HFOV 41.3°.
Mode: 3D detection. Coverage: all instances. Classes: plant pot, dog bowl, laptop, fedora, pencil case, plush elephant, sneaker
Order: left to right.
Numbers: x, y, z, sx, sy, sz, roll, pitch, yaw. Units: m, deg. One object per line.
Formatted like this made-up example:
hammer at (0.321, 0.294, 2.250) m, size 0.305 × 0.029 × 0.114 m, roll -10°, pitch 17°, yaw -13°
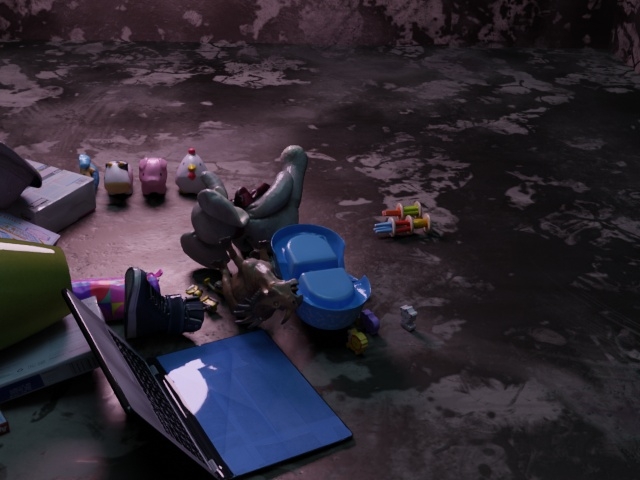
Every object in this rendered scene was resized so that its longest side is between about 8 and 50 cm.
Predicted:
fedora at (-0.789, -0.155, 1.998) m, size 0.244 × 0.124 × 0.275 m, roll 24°, pitch -14°, yaw -1°
plant pot at (-0.636, 0.101, 1.621) m, size 0.294 × 0.274 × 0.275 m, roll -10°, pitch 32°, yaw -27°
pencil case at (-0.455, 0.121, 1.823) m, size 0.237 × 0.104 × 0.104 m, roll -6°, pitch 31°, yaw -14°
sneaker at (-0.315, 0.123, 1.720) m, size 0.164 × 0.226 × 0.086 m, roll -1°, pitch 57°, yaw -13°
laptop at (-0.207, 0.224, 1.536) m, size 0.236 × 0.408 × 0.382 m, roll -41°, pitch 41°, yaw -7°
plush elephant at (-0.196, -0.063, 1.997) m, size 0.256 × 0.272 × 0.329 m, roll 18°, pitch 48°, yaw -24°
dog bowl at (-0.006, 0.079, 1.825) m, size 0.166 × 0.074 × 0.297 m, roll -7°, pitch 38°, yaw -21°

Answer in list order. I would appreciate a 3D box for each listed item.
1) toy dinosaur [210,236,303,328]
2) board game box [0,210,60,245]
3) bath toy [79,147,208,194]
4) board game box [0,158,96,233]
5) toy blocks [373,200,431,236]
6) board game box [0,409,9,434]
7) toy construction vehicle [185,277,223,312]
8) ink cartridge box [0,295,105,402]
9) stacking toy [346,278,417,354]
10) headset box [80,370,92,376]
toy dinosaur at (-0.150, 0.110, 1.796) m, size 0.127 × 0.295 × 0.200 m, roll -7°, pitch 73°, yaw -21°
board game box at (-0.760, -0.010, 1.862) m, size 0.319 × 0.065 × 0.318 m, roll 24°, pitch 10°, yaw -11°
bath toy at (-0.479, -0.187, 2.336) m, size 0.349 × 0.129 × 0.151 m, roll -3°, pitch 30°, yaw -11°
board game box at (-0.778, -0.116, 2.218) m, size 0.304 × 0.097 × 0.224 m, roll 17°, pitch 32°, yaw 22°
toy blocks at (0.202, -0.055, 2.230) m, size 0.148 × 0.054 × 0.123 m, roll -6°, pitch 31°, yaw -14°
board game box at (-0.697, 0.293, 1.571) m, size 0.145 × 0.027 × 0.281 m, roll -17°, pitch 35°, yaw -33°
toy construction vehicle at (-0.248, 0.123, 1.908) m, size 0.098 × 0.035 × 0.086 m, roll 21°, pitch 45°, yaw 34°
ink cartridge box at (-0.528, 0.208, 1.659) m, size 0.223 × 0.045 × 0.224 m, roll -19°, pitch 28°, yaw -10°
stacking toy at (0.081, 0.155, 1.853) m, size 0.167 × 0.052 × 0.221 m, roll -19°, pitch 35°, yaw -33°
headset box at (-0.480, 0.237, 1.682) m, size 0.062 × 0.032 × 0.083 m, roll 0°, pitch 28°, yaw -3°
